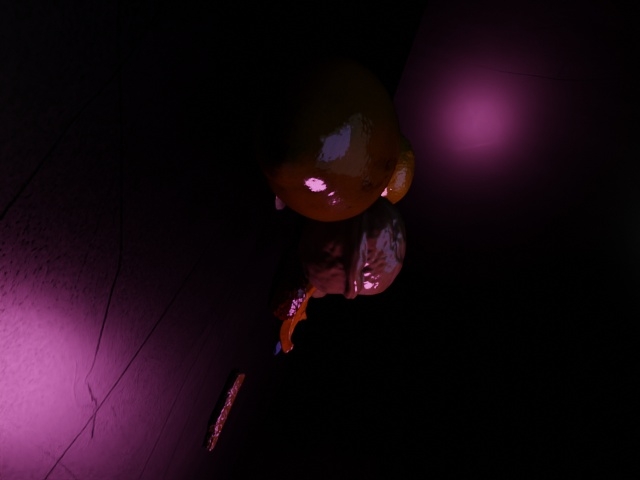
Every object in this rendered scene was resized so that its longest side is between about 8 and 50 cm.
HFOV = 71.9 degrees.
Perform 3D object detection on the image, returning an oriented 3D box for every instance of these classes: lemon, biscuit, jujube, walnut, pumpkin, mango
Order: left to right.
[{"bbox_3d":[-0.289,0.503,1.299,0.131,0.026,0.236,83,30,-74],"label":"biscuit"},{"bbox_3d":[-0.104,0.186,1.429,0.112,0.109,0.176,-17,142,-37],"label":"jujube"},{"bbox_3d":[-0.099,0.322,1.997,0.290,0.095,0.258,-52,165,-62],"label":"pumpkin"},{"bbox_3d":[0.011,-0.162,0.728,0.263,0.221,0.378,-66,166,9],"label":"mango"},{"bbox_3d":[0.106,0.011,1.472,0.381,0.382,0.380,22,90,-84],"label":"walnut"},{"bbox_3d":[0.242,-0.306,1.848,0.336,0.336,0.335,22,90,-84],"label":"lemon"}]

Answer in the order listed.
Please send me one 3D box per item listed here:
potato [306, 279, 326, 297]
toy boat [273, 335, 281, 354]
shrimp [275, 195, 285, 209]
[{"bbox_3d":[0.020,0.162,2.284,0.191,0.142,0.296,-26,135,-85],"label":"potato"},{"bbox_3d":[-0.197,0.479,2.053,0.149,0.034,0.105,135,-24,-73],"label":"toy boat"},{"bbox_3d":[-0.059,-0.161,0.986,0.148,0.035,0.195,51,62,-80],"label":"shrimp"}]
